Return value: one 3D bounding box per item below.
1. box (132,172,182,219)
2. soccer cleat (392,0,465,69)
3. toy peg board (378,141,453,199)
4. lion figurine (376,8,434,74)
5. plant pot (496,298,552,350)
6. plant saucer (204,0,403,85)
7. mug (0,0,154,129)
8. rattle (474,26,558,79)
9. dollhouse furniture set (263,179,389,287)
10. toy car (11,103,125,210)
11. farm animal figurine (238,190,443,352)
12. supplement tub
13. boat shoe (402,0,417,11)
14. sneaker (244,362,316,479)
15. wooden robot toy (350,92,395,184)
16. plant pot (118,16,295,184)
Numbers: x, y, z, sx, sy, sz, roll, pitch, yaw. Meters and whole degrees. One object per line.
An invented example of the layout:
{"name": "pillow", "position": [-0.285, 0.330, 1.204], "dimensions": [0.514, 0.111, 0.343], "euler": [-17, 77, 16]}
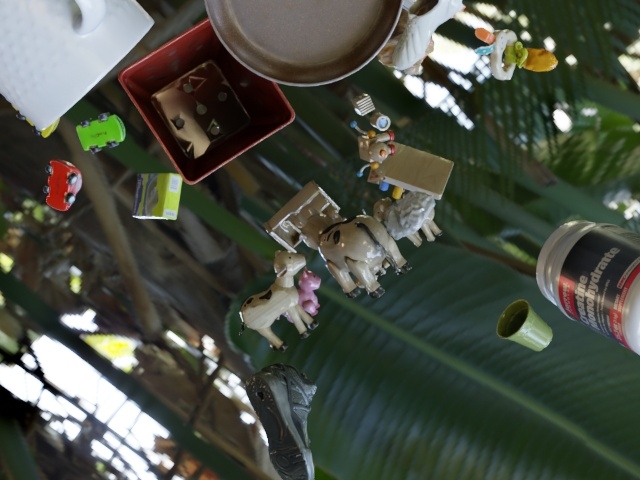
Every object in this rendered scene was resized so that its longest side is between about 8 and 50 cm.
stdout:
{"name": "box", "position": [-0.396, -0.106, 2.316], "dimensions": [0.178, 0.042, 0.109], "euler": [3, -97, 52]}
{"name": "soccer cleat", "position": [0.172, -0.377, 1.694], "dimensions": [0.196, 0.076, 0.068], "euler": [-47, -134, 43]}
{"name": "toy peg board", "position": [0.205, -0.136, 2.206], "dimensions": [0.161, 0.160, 0.079], "euler": [-61, 168, -54]}
{"name": "lion figurine", "position": [0.166, -0.551, 2.241], "dimensions": [0.240, 0.142, 0.392], "euler": [-7, -122, 31]}
{"name": "plant pot", "position": [0.381, 0.162, 1.773], "dimensions": [0.083, 0.079, 0.083], "euler": [-48, -159, 25]}
{"name": "plant saucer", "position": [-0.025, -0.396, 1.491], "dimensions": [0.310, 0.310, 0.050], "euler": [-42, -172, 12]}
{"name": "mug", "position": [-0.468, -0.398, 1.575], "dimensions": [0.276, 0.328, 0.374], "euler": [-52, -160, -21]}
{"name": "rattle", "position": [0.477, -0.462, 2.379], "dimensions": [0.142, 0.199, 0.130], "euler": [34, -90, 31]}
{"name": "dollhouse furniture set", "position": [0.000, 0.000, 2.255], "dimensions": [0.161, 0.212, 0.242], "euler": [-43, -135, 5]}
{"name": "toy car", "position": [-0.441, -0.186, 1.777], "dimensions": [0.225, 0.239, 0.053], "euler": [-10, -166, 28]}
{"name": "farm animal figurine", "position": [0.015, 0.029, 1.734], "dimensions": [0.326, 0.172, 0.330], "euler": [-22, -162, 51]}
{"name": "supplement tub", "position": [0.533, 0.079, 1.713], "dimensions": [0.191, 0.191, 0.272], "euler": [-49, -149, -5]}
{"name": "boat shoe", "position": [0.149, -0.562, 1.878], "dimensions": [0.096, 0.268, 0.088], "euler": [-24, -162, 3]}
{"name": "sneaker", "position": [-0.044, 0.320, 1.709], "dimensions": [0.087, 0.228, 0.130], "euler": [-18, -175, 36]}
{"name": "wooden robot toy", "position": [0.104, -0.171, 1.704], "dimensions": [0.076, 0.173, 0.079], "euler": [-14, -159, -16]}
{"name": "plant pot", "position": [-0.248, -0.293, 2.058], "dimensions": [0.267, 0.267, 0.236], "euler": [-33, -173, -8]}
